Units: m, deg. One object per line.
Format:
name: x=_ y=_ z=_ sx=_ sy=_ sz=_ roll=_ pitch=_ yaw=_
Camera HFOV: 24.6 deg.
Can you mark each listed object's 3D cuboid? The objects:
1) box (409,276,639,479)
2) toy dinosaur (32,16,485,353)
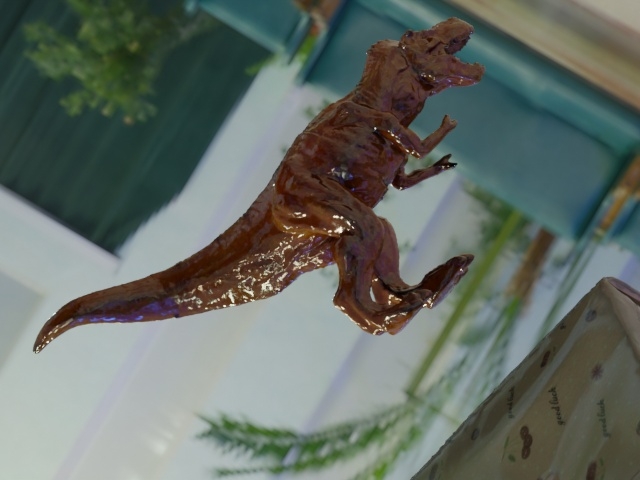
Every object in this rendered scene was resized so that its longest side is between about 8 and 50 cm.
box: x=0.186 y=0.214 z=0.929 sx=0.225 sy=0.297 sz=0.190 roll=28 pitch=-152 yaw=-26
toy dinosaur: x=0.000 y=0.000 z=1.116 sx=0.208 sy=0.432 sz=0.097 roll=45 pitch=168 yaw=19
